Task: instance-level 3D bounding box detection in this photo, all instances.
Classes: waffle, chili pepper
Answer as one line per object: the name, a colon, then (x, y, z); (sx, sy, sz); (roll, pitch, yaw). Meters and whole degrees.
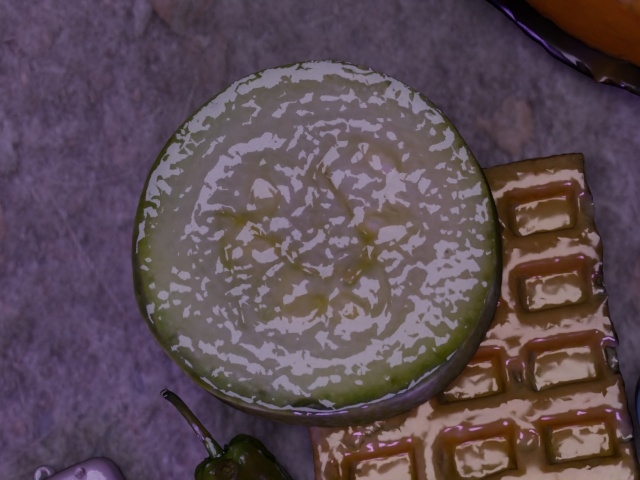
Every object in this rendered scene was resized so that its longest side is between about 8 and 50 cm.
waffle: (0.094, 0.076, 1.194); (0.221, 0.055, 0.248); (-9, 76, 7)
chili pepper: (-0.045, 0.187, 1.183); (0.072, 0.073, 0.204); (-20, 87, -15)

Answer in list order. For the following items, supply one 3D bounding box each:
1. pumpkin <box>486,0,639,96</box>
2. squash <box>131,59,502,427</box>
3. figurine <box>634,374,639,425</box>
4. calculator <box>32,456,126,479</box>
pumpkin: (0.230, -0.229, 1.143); (0.303, 0.256, 0.225); (40, 81, -10)
squash: (0.000, 0.000, 1.172); (0.252, 0.049, 0.252); (-2, 76, 8)
figurine: (0.315, 0.145, 1.127); (0.138, 0.110, 0.245); (-39, 78, -11)
calculator: (-0.156, 0.232, 1.206); (0.100, 0.032, 0.175); (-31, 75, 0)
